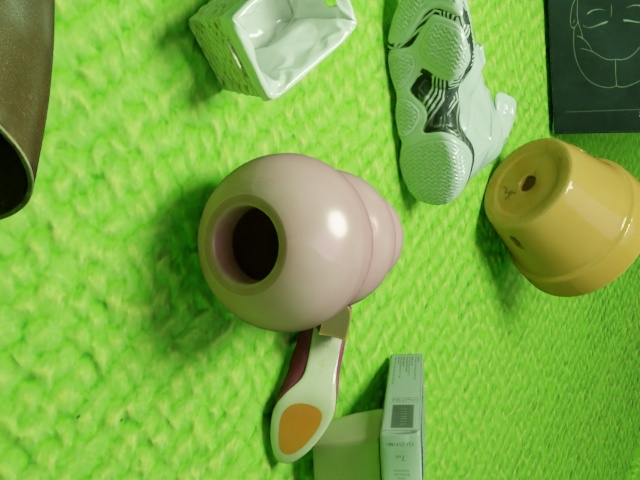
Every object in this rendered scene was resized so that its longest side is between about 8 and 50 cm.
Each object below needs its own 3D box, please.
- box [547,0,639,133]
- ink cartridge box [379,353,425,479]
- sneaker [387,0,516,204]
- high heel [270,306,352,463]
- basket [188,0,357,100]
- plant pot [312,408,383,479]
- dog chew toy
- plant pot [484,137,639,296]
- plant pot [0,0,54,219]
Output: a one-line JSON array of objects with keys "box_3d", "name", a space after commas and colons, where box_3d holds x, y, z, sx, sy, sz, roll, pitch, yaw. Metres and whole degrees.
[{"box_3d": [0.762, -0.486, 1.684, 0.297, 0.479, 0.472, -25, 114, -50], "name": "box"}, {"box_3d": [0.130, 0.333, 1.189, 0.275, 0.060, 0.239, -61, 147, -74], "name": "ink cartridge box"}, {"box_3d": [0.219, -0.256, 1.285, 0.210, 0.137, 0.366, -29, 121, -48], "name": "sneaker"}, {"box_3d": [-0.016, 0.182, 1.095, 0.117, 0.082, 0.244, -124, -132, -80], "name": "high heel"}, {"box_3d": [-0.057, -0.256, 0.919, 0.167, 0.103, 0.113, -47, 129, -26], "name": "basket"}, {"box_3d": [0.042, 0.311, 1.124, 0.109, 0.096, 0.109, -53, 142, -76], "name": "plant pot"}, {"box_3d": [0.000, 0.000, 0.977, 0.331, 0.206, 0.207, -3, 97, -60], "name": "dog chew toy"}, {"box_3d": [0.458, -0.062, 1.521, 0.203, 0.290, 0.291, 33, 67, -32], "name": "plant pot"}, {"box_3d": [-0.290, -0.166, 0.585, 0.215, 0.215, 0.231, 43, 46, -46], "name": "plant pot"}]
